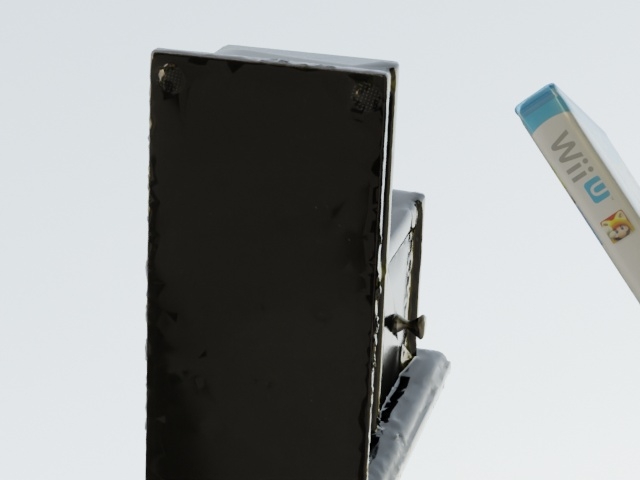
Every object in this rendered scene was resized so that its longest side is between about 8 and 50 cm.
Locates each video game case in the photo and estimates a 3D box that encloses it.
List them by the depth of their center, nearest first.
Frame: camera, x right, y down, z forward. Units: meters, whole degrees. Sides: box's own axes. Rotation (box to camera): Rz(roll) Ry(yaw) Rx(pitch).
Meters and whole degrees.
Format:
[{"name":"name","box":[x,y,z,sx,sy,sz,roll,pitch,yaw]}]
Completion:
[{"name":"video game case","box":[0.115,0.033,0.518,0.015,0.166,0.119,-34,-12,12]}]

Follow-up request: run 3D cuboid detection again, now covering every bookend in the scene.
[{"name":"bookend","box":[0.000,0.000,0.601,0.072,0.157,0.156,7,-71,13]}]
